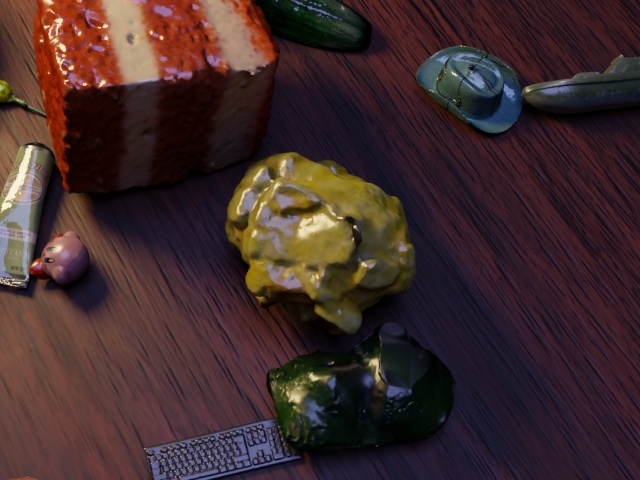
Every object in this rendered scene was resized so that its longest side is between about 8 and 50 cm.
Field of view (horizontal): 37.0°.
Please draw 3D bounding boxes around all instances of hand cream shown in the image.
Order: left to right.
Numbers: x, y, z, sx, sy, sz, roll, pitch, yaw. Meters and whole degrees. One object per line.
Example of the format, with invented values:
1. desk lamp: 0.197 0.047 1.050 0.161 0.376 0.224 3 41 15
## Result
1. hand cream: -0.443 -0.045 1.412 0.086 0.055 0.235 9 65 1

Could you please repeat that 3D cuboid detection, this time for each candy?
1. candy: -0.470 -0.216 1.512 0.123 0.035 0.035 28 94 -2

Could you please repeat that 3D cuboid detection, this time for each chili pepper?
1. chili pepper: 0.067 0.201 1.297 0.265 0.116 0.148 -2 44 -11

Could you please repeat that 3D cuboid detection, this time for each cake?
1. cake: -0.249 -0.253 1.417 0.320 0.269 0.270 -11 63 -20

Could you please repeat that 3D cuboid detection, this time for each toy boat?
1. toy boat: 0.461 -0.262 1.614 0.261 0.078 0.085 -8 81 -12

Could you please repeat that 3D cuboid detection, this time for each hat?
1. hat: 0.252 -0.263 1.590 0.191 0.078 0.138 33 66 11

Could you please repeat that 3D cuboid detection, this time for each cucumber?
1. cucumber: -0.023 -0.398 1.641 0.244 0.063 0.115 19 62 2

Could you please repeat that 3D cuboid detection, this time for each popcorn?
1. popcorn: 0.000 0.000 1.346 0.286 0.215 0.252 24 62 20

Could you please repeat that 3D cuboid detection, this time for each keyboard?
1. keyboard: -0.132 0.286 1.294 0.202 0.011 0.067 -11 64 -12

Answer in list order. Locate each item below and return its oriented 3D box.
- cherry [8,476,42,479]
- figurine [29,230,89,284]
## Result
1. cherry: -0.410 0.347 1.191 0.226 0.090 0.107 1 74 4
2. figurine: -0.365 0.025 1.373 0.067 0.071 0.083 34 64 -36
